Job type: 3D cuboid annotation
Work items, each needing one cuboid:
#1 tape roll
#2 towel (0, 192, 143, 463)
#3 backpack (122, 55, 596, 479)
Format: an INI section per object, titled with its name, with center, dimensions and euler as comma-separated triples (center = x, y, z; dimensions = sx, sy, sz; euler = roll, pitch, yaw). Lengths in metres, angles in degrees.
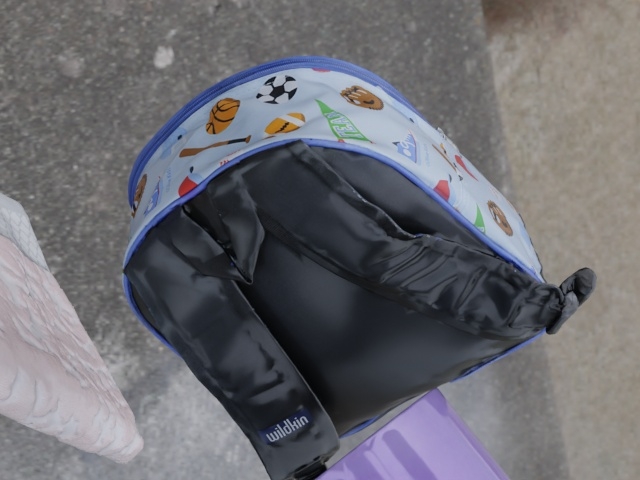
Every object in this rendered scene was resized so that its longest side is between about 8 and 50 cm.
[tape roll]
center = 0.020, 0.175, 0.597
dimensions = 0.080, 0.189, 0.189
euler = 51, 39, 11
[towel]
center = -0.292, 0.035, 0.894
dimensions = 0.317, 0.053, 0.332
euler = 55, -1, 26
[backpack]
center = 0.000, 0.000, 0.711
dimensions = 0.263, 0.276, 0.213
euler = 39, 23, -40
